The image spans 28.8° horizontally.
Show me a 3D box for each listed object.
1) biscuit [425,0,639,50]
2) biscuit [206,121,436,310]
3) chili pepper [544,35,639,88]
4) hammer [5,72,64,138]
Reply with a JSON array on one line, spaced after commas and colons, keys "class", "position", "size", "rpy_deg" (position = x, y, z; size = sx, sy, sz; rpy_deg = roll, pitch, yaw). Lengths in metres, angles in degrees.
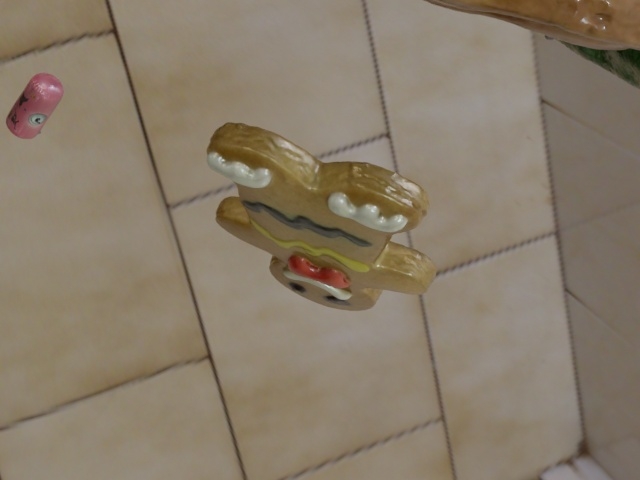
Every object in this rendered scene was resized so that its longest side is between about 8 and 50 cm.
[{"class": "biscuit", "position": [0.085, -0.126, 0.571], "size": [0.295, 0.186, 0.044], "rpy_deg": [12, 114, -6]}, {"class": "biscuit", "position": [-0.001, 0.001, 0.836], "size": [0.158, 0.240, 0.035], "rpy_deg": [18, 69, 11]}, {"class": "chili pepper", "position": [0.264, -0.150, 0.844], "size": [0.099, 0.270, 0.136], "rpy_deg": [15, 111, -45]}, {"class": "hammer", "position": [-0.306, -0.143, 1.334], "size": [0.043, 0.043, 0.083], "rpy_deg": [23, 131, -27]}]
